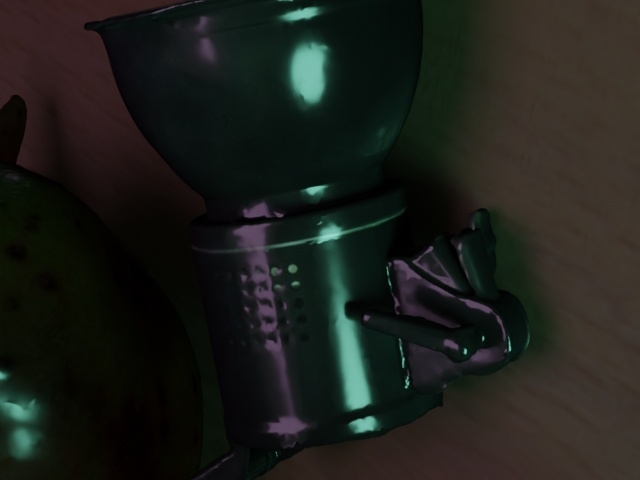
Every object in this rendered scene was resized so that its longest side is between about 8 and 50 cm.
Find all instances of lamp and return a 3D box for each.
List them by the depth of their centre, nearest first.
[{"bbox_3d":[0.000,0.000,0.759,0.172,0.147,0.227,-8,99,29],"label":"lamp"}]

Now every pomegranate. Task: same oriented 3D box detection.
[{"bbox_3d":[-0.216,0.063,0.911,0.323,0.291,0.290,60,136,26],"label":"pomegranate"}]
